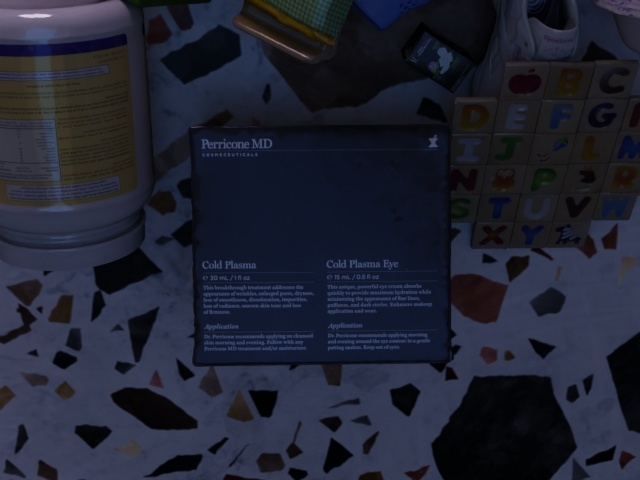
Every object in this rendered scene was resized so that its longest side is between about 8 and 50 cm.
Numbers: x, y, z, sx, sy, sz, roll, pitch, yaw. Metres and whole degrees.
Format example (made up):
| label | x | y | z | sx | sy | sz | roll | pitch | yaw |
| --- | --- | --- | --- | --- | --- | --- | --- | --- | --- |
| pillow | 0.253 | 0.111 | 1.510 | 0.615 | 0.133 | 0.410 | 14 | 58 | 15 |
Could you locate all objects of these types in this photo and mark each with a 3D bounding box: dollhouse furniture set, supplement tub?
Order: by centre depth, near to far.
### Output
| label | x | y | z | sx | sy | sz | roll | pitch | yaw |
| --- | --- | --- | --- | --- | --- | --- | --- | --- | --- |
| dollhouse furniture set | -0.105 | -0.352 | 1.236 | 0.302 | 0.151 | 0.197 | 30 | 115 | 23 |
| supplement tub | -0.341 | -0.151 | 1.343 | 0.241 | 0.241 | 0.331 | 0 | 113 | -1 |

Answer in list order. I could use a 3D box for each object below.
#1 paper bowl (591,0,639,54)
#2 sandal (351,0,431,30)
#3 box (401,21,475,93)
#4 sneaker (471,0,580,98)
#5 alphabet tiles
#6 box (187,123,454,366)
| label | x | y | z | sx | sy | sz | roll | pitch | yaw |
| --- | --- | --- | --- | --- | --- | --- | --- | --- | --- |
| paper bowl | 0.477 | -0.304 | 1.270 | 0.285 | 0.284 | 0.148 | -1 | 114 | -1 |
| sandal | 0.087 | -0.333 | 1.323 | 0.318 | 0.126 | 0.138 | 7 | 93 | 7 |
| box | 0.159 | -0.249 | 1.406 | 0.083 | 0.062 | 0.052 | 31 | 110 | -14 |
| sneaker | 0.273 | -0.237 | 1.365 | 0.114 | 0.152 | 0.305 | -4 | 114 | -8 |
| alphabet tiles | 0.313 | -0.107 | 1.423 | 0.285 | 0.011 | 0.342 | 0 | 137 | -2 |
| box | 0.000 | 0.000 | 1.403 | 0.344 | 0.179 | 0.312 | 0 | 95 | -1 |
